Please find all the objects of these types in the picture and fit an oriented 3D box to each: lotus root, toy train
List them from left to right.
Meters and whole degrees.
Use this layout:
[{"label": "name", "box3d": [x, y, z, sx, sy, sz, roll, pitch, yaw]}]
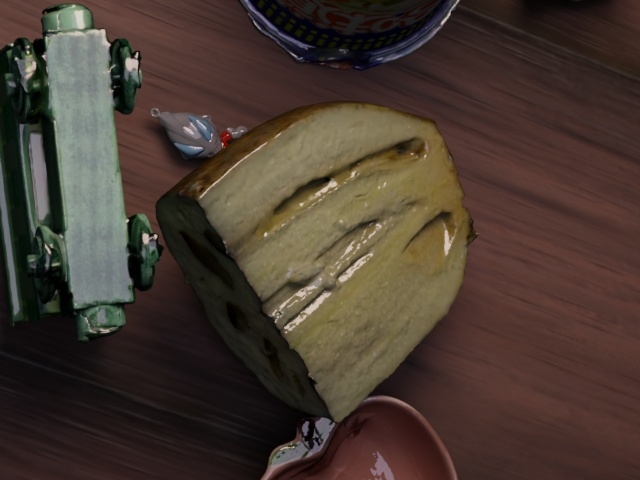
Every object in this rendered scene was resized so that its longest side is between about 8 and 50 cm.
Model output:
[{"label": "toy train", "box3d": [-0.230, -0.057, 1.241, 0.120, 0.202, 0.300, -7, 89, -24]}, {"label": "lotus root", "box3d": [0.003, -0.017, 1.293, 0.260, 0.149, 0.267, -43, 117, -25]}]

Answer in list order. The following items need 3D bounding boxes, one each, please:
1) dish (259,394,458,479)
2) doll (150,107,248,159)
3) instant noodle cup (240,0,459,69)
[{"label": "dish", "box3d": [0.028, 0.253, 1.328, 0.213, 0.090, 0.213, 0, 88, -12]}, {"label": "doll", "box3d": [-0.119, -0.099, 1.349, 0.114, 0.039, 0.057, 27, 124, -17]}, {"label": "instant noodle cup", "box3d": [0.054, -0.326, 1.260, 0.284, 0.312, 0.284, 1, 86, -11]}]
